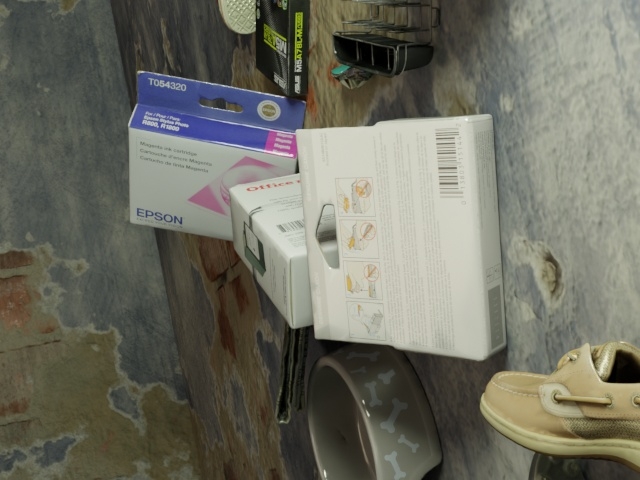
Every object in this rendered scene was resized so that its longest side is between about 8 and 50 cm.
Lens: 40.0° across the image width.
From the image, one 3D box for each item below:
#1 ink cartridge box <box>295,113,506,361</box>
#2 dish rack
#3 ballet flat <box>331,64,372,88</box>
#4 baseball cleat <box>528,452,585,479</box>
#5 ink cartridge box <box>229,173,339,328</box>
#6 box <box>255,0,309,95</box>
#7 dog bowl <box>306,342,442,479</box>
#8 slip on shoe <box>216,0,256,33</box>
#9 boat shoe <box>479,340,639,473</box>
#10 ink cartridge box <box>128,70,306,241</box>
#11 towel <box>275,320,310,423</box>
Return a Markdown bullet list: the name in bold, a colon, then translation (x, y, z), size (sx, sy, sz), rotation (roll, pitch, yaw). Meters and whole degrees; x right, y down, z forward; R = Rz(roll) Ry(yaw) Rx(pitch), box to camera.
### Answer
- **ink cartridge box**: translation (0.100, -0.007, 1.129), size (0.261, 0.066, 0.296), rotation (3, 103, 38)
- **dish rack**: translation (0.084, -0.365, 1.170), size (0.208, 0.074, 0.271), rotation (-144, 48, -61)
- **ballet flat**: translation (0.049, -0.255, 1.364), size (0.114, 0.041, 0.041), rotation (-166, 68, -69)
- **baseball cleat**: translation (0.266, 0.332, 1.006), size (0.109, 0.072, 0.206), rotation (144, 119, -75)
- **ink cartridge box**: translation (0.000, 0.000, 1.361), size (0.289, 0.211, 0.121), rotation (-133, 37, -58)
- **box**: translation (-0.074, -0.381, 1.618), size (0.190, 0.045, 0.184), rotation (-130, 38, -54)
- **dog bowl**: translation (0.077, 0.333, 1.460), size (0.349, 0.102, 0.348), rotation (170, 90, -69)
- **slip on shoe**: translation (-0.169, -0.570, 1.695), size (0.101, 0.123, 0.331), rotation (-128, 30, -59)
- **boat shoe**: translation (0.282, 0.148, 0.831), size (0.341, 0.122, 0.110), rotation (0, 95, 59)
- **ink cartridge box**: translation (-0.206, -0.144, 1.696), size (0.071, 0.324, 0.330), rotation (-78, -2, -48)
- **towel**: translation (-0.033, 0.125, 1.594), size (0.324, 0.056, 0.312), rotation (-85, 3, -56)
